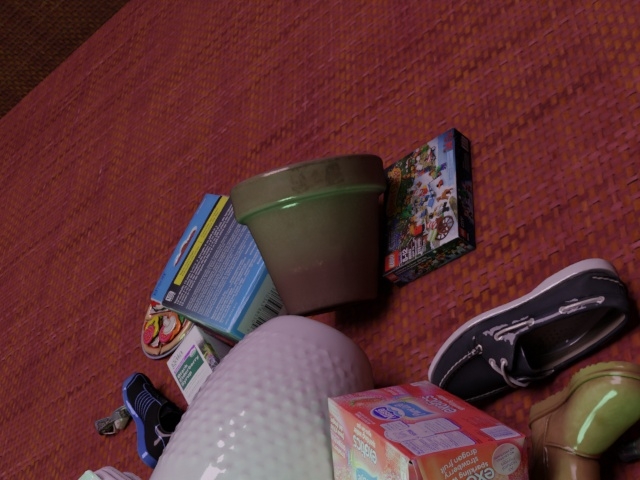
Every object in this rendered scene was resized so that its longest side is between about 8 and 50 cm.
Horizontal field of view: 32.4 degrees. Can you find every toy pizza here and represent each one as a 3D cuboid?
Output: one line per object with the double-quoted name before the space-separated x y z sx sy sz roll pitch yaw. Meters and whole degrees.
"toy pizza" -0.312 0.148 2.271 0.201 0.032 0.201 -33 40 32

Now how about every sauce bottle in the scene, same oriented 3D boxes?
"sauce bottle" 0.401 0.232 1.272 0.128 0.042 0.042 -31 40 48

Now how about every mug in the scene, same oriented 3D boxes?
"mug" -0.092 0.297 1.653 0.374 0.276 0.328 -16 41 54

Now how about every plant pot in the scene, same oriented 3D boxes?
"plant pot" 0.000 0.000 1.802 0.263 0.263 0.229 -20 80 42

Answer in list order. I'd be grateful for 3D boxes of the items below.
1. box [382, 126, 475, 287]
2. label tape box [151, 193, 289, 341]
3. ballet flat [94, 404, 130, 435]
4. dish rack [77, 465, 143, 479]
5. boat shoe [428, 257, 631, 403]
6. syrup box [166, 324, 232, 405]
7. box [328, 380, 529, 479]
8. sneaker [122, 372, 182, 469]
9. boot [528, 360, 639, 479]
"box" 0.174 -0.055 1.805 0.159 0.044 0.233 -30 41 35
"label tape box" -0.160 0.054 2.086 0.347 0.115 0.249 12 72 58
"ballet flat" -0.411 0.366 2.218 0.114 0.041 0.041 -31 41 34
"dish rack" -0.391 0.496 1.721 0.333 0.072 0.285 -47 29 -20
"boat shoe" 0.270 0.138 1.455 0.302 0.114 0.091 -41 30 23
"syrup box" -0.184 0.258 1.956 0.093 0.096 0.237 -53 34 7
"box" 0.126 0.283 1.374 0.300 0.154 0.142 -163 68 -71
"sneaker" -0.308 0.323 2.083 0.090 0.081 0.232 -43 42 15
"boot" 0.307 0.298 1.259 0.236 0.089 0.270 122 161 -57
